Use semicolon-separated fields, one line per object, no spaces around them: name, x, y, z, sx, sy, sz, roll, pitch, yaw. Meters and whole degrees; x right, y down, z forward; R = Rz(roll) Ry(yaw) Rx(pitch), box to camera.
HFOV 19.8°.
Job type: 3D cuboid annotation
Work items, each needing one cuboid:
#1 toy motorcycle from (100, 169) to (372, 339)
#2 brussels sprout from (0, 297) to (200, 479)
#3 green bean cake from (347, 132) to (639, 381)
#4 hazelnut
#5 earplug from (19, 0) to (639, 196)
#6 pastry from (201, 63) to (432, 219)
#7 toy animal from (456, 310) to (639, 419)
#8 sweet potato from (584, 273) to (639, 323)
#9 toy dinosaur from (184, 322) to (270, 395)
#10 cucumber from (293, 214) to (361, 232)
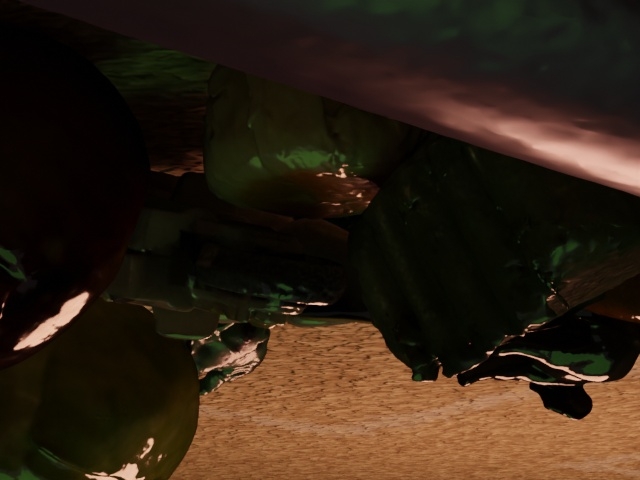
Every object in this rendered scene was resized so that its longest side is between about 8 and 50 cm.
toy motorcycle;-0.103;0.005;1.234;0.341;0.107;0.223;11;-178;33
brussels sprout;-0.260;0.131;1.513;0.328;0.247;0.328;9;154;4
green bean cake;0.137;-0.020;1.043;0.222;0.125;0.227;-25;166;-32
hazelnut;-0.214;-0.032;1.045;0.229;0.229;0.229;0;165;0
earplug;0.000;-0.147;0.608;0.456;0.215;0.215;12;161;-26
pastry;0.005;-0.067;1.091;0.166;0.088;0.166;-1;168;0
toy animal;0.191;0.096;1.593;0.146;0.114;0.245;8;179;-14
sweet potato;0.303;0.015;1.402;0.108;0.079;0.346;27;149;-33
toy dinosaur;-0.103;0.103;1.697;0.120;0.079;0.292;-21;164;-7
cucumber;0.000;0.000;1.376;0.067;0.067;0.293;14;160;-41
